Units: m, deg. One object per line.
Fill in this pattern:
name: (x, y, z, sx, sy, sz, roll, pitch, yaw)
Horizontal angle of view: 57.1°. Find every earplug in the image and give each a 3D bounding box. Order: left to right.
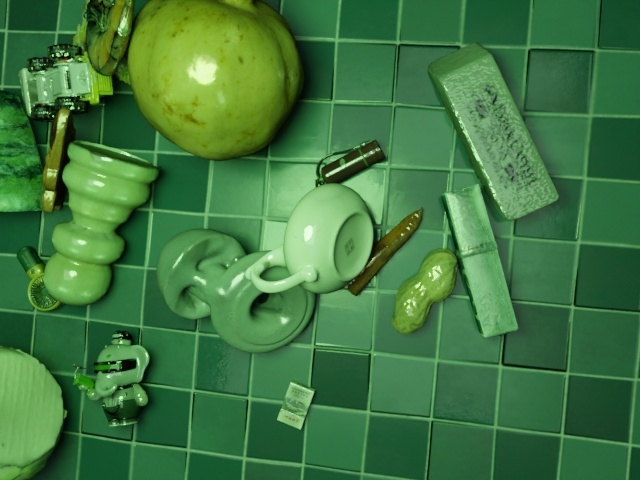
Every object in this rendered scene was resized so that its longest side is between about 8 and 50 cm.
earplug: (-0.168, 0.090, 1.160, 0.325, 0.175, 0.214, 24, 98, -2)

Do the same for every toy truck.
toy truck: (-0.526, -0.314, 1.207, 0.286, 0.111, 0.136, 4, 100, 43)

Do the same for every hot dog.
hot dog: (-0.421, -0.412, 1.228, 0.213, 0.103, 0.146, 40, 108, 22)

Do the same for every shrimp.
shrimp: (-0.374, -0.425, 1.052, 0.054, 0.290, 0.222, 8, 119, -33)

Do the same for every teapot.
teapot: (0.000, 0.000, 1.079, 0.139, 0.298, 0.204, 18, 131, 34)

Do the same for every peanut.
peanut: (0.202, 0.099, 1.141, 0.082, 0.082, 0.187, 40, 95, 7)

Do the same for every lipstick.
lipstick: (0.304, 0.040, 1.126, 0.076, 0.077, 0.290, -16, 88, 4)

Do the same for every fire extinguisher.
fire extinguisher: (0.049, -0.154, 1.185, 0.157, 0.045, 0.078, -28, 58, 8)

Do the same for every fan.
fan: (-0.606, 0.079, 1.278, 0.082, 0.039, 0.155, -34, 84, 7)

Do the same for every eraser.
eraser: (0.325, -0.212, 1.125, 0.111, 0.077, 0.352, -24, 86, 8)

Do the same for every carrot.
carrot: (0.128, 0.019, 1.172, 0.224, 0.057, 0.057, -44, 84, 0)

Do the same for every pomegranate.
pomegranate: (-0.184, -0.327, 1.076, 0.342, 0.342, 0.342, 0, 90, 8)

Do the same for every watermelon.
watermelon: (-0.712, -0.172, 1.222, 0.201, 0.213, 0.262, -13, 86, 46)

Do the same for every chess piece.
chess piece: (-0.462, -0.024, 1.198, 0.182, 0.182, 0.330, 21, 98, 8)

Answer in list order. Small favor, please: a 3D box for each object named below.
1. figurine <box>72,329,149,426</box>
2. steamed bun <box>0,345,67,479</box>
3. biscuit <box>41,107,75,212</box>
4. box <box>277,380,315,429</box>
figurine: (-0.413, 0.282, 1.212, 0.147, 0.126, 0.192, -11, 76, 27)
steamed bun: (-0.696, 0.371, 1.177, 0.309, 0.309, 0.309, 0, 90, 8)
biscuit: (-0.525, -0.157, 1.178, 0.043, 0.280, 0.183, 9, 53, -16)
box: (-0.049, 0.336, 1.203, 0.054, 0.024, 0.083, 20, 92, 7)
